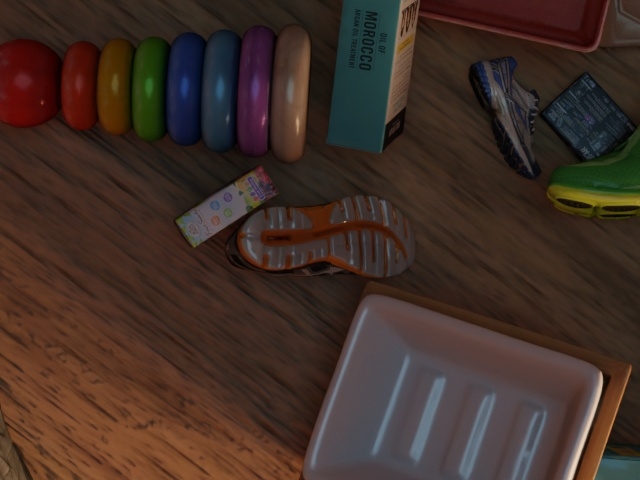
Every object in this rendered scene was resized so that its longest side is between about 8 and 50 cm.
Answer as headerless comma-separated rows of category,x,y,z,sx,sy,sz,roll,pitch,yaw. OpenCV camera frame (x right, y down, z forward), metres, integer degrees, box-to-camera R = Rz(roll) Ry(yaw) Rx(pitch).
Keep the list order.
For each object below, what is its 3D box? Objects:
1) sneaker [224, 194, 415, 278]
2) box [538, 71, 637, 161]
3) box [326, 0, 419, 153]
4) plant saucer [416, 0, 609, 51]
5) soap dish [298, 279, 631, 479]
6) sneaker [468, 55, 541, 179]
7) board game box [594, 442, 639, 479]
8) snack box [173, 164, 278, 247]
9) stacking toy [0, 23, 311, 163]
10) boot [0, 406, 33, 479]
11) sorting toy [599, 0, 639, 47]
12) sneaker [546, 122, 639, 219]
sneaker,0.000,0.000,1.885,0.215,0.083,0.084,4,77,-30
box,0.282,-0.125,1.946,0.067,0.018,0.083,-43,93,-4
box,0.059,-0.218,1.848,0.060,0.100,0.244,11,108,13
plant saucer,0.188,-0.340,1.905,0.259,0.048,0.258,14,88,10
soap dish,0.144,0.190,1.831,0.291,0.118,0.229,17,86,26
sneaker,0.206,-0.130,1.925,0.058,0.052,0.135,-23,92,-9
board game box,0.390,0.345,1.910,0.336,0.079,0.254,5,94,-4
snack box,-0.096,-0.033,1.852,0.100,0.141,0.037,-35,93,-5
stacking toy,-0.176,-0.157,1.861,0.330,0.141,0.141,4,89,1
boot,-0.349,0.184,1.818,0.083,0.161,0.246,-30,92,-5
sorting toy,0.377,-0.302,1.952,0.208,0.038,0.193,-3,90,-9
sneaker,0.363,-0.098,1.919,0.295,0.109,0.123,-17,84,-12
